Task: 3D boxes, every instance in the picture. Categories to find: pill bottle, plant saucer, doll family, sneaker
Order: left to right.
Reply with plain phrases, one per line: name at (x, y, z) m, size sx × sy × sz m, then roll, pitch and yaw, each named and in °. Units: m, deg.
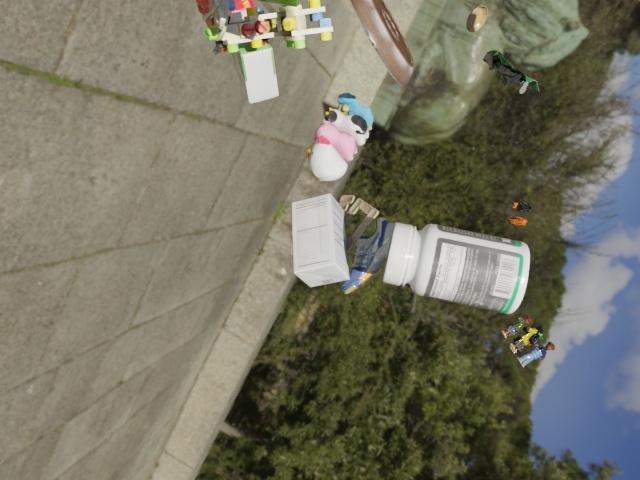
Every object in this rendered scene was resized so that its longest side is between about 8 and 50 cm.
sneaker at (0.158, 0.050, 1.989) m, size 0.296 × 0.131 × 0.112 m, roll -48°, pitch 171°, yaw 11°
plant saucer at (0.166, -0.551, 1.510) m, size 0.050 × 0.310 × 0.310 m, roll -26°, pitch -173°, yaw 22°
pill bottle at (0.363, 0.067, 1.579) m, size 0.204 × 0.361 × 0.204 m, roll 12°, pitch 90°, yaw -84°
plant saucer at (0.479, -0.686, 1.782) m, size 0.083 × 0.015 × 0.083 m, roll -24°, pitch 144°, yaw -19°
doll family at (0.605, 0.290, 1.670) m, size 0.111 × 0.076 × 0.193 m, roll -34°, pitch 135°, yaw 4°

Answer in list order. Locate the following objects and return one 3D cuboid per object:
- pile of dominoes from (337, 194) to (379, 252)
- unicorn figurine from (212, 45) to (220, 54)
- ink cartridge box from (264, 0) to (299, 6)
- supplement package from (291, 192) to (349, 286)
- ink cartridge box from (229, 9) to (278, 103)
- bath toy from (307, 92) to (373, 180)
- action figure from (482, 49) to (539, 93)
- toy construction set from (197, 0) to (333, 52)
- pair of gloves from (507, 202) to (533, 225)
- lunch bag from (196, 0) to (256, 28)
pile of dominoes at (0.072, -0.029, 1.905) m, size 0.040 × 0.196 × 0.251 m, roll 34°, pitch 96°, yaw -40°
unicorn figurine at (-0.358, -0.744, 2.168) m, size 0.111 × 0.162 × 0.060 m, roll -9°, pitch 151°, yaw -20°
ink cartridge box at (-0.113, -0.596, 1.088) m, size 0.097 × 0.189 × 0.255 m, roll 139°, pitch -41°, yaw -85°
supplement package at (0.000, 0.000, 1.792) m, size 0.134 × 0.139 × 0.244 m, roll 47°, pitch 36°, yaw -57°
ink cartridge box at (-0.199, -0.522, 1.629) m, size 0.092 × 0.219 × 0.160 m, roll -17°, pitch 143°, yaw -10°
bath toy at (0.046, -0.312, 1.718) m, size 0.348 × 0.151 × 0.129 m, roll -63°, pitch 144°, yaw -46°
action figure at (0.537, -0.505, 1.698) m, size 0.063 × 0.137 × 0.232 m, roll -46°, pitch -149°, yaw 20°
toy construction set at (-0.152, -0.527, 1.402) m, size 0.328 × 0.215 × 0.151 m, roll -4°, pitch 109°, yaw -32°
pair of gloves at (0.650, -0.085, 1.880) m, size 0.074 × 0.010 × 0.083 m, roll 15°, pitch -102°, yaw 52°
lunch bag at (-0.318, -0.799, 1.888) m, size 0.120 × 0.293 × 0.258 m, roll -29°, pitch -175°, yaw -19°
